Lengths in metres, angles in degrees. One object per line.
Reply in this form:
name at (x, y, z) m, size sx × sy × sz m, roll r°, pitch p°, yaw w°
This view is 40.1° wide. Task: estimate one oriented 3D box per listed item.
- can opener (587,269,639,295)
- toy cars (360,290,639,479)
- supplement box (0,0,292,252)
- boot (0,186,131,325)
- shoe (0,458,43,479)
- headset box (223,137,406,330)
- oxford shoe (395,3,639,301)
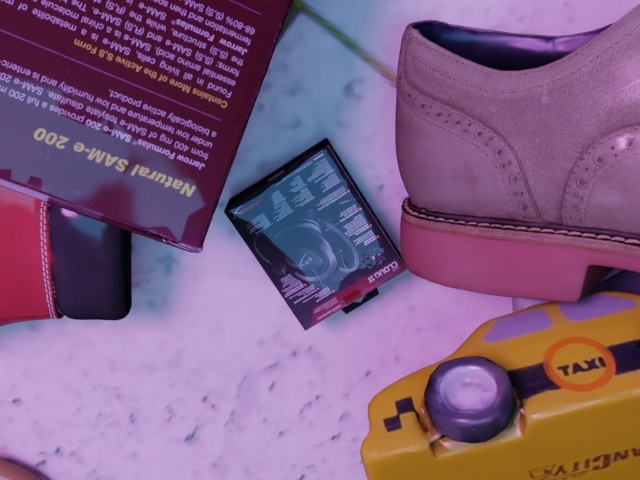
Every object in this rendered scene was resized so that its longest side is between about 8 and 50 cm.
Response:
can opener at (0.250, 0.016, 0.396) m, size 0.280 × 0.074 × 0.093 m, roll -30°, pitch 132°, yaw 24°
toy cars at (0.045, 0.135, 0.431) m, size 0.176 × 0.087 × 0.393 m, roll 26°, pitch 120°, yaw -28°
supplement box at (-0.072, -0.129, 0.353) m, size 0.130 × 0.073 × 0.239 m, roll 21°, pitch 87°, yaw -19°
boot at (-0.166, -0.069, 0.403) m, size 0.176 × 0.088 × 0.244 m, roll -8°, pitch 111°, yaw -1°
shoe at (-0.149, 0.218, 0.485) m, size 0.077 × 0.058 × 0.219 m, roll -24°, pitch 103°, yaw 5°
headset box at (0.000, 0.000, 0.447) m, size 0.062 × 0.032 × 0.083 m, roll -32°, pitch 103°, yaw 7°
oxford shoe at (0.174, -0.048, 0.322) m, size 0.348 × 0.123 × 0.130 m, roll -1°, pitch 108°, yaw 33°
